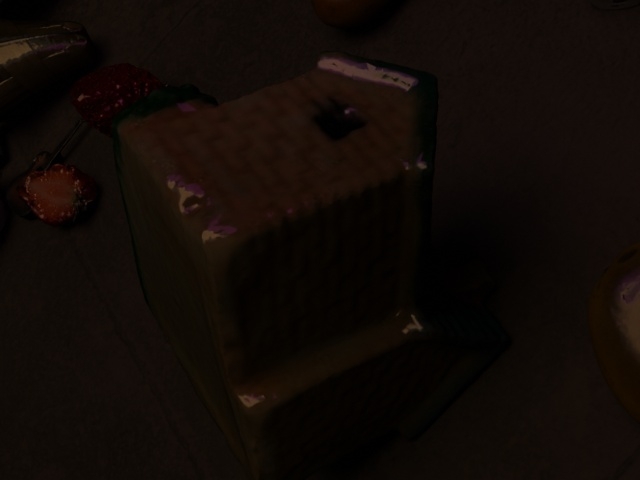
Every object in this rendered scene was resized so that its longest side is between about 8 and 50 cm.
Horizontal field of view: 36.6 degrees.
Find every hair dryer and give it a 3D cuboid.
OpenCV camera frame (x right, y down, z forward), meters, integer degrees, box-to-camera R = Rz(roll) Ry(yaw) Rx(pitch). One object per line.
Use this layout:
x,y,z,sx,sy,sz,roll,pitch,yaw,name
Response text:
-0.548,-0.208,1.704,0.154,0.054,0.106,-41,58,7,hair dryer

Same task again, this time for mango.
0.060,-0.360,1.332,0.163,0.089,0.111,-45,63,-2,mango
0.334,0.095,0.940,0.137,0.098,0.195,-19,65,22,mango

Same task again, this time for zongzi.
-0.526,-0.357,1.667,0.228,0.115,0.256,-30,72,1,zongzi

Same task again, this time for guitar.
-0.438,-0.137,1.609,0.233,0.025,0.088,-50,52,5,guitar

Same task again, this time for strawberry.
-0.310,-0.218,1.479,0.131,0.148,0.131,-14,61,28,strawberry
-0.415,-0.073,1.549,0.152,0.048,0.103,19,90,32,strawberry

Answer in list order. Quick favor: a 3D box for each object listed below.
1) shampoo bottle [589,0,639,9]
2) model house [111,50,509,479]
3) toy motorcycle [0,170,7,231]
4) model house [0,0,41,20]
0.319,-0.318,1.093,0.077,0.152,0.045,3,71,34,shampoo bottle
0.000,0.000,1.047,0.343,0.382,0.334,-23,50,-18,model house
-0.605,-0.073,1.644,0.171,0.110,0.260,-36,58,14,toy motorcycle
-0.587,-0.521,1.767,0.224,0.198,0.215,-38,58,13,model house
